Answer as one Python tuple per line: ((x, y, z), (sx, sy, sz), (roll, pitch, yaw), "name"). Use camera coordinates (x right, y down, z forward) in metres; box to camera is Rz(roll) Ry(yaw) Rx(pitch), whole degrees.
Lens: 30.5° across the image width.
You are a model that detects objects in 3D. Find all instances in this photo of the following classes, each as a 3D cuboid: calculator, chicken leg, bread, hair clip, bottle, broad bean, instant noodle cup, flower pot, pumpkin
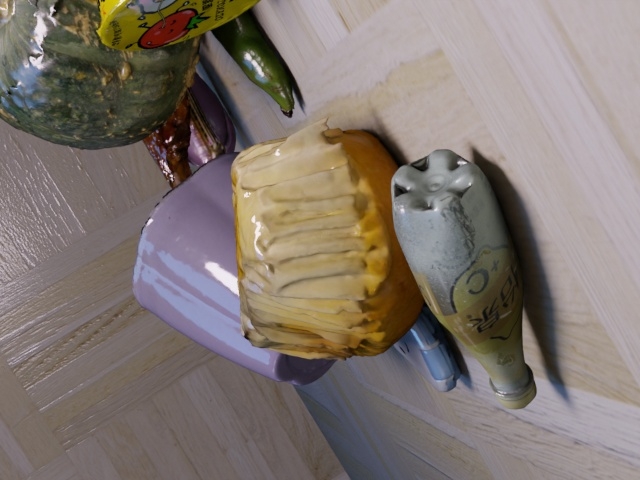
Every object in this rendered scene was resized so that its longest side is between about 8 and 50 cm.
((0.101, 0.098, 1.388), (0.210, 0.039, 0.121), (44, 161, 58), "calculator")
((-0.207, -0.120, 1.638), (0.113, 0.093, 0.304), (-32, 76, 63), "chicken leg")
((0.001, 0.013, 1.219), (0.388, 0.183, 0.236), (137, 127, -84), "bread")
((-0.227, -0.255, 1.730), (0.110, 0.096, 0.358), (-69, -38, -63), "hair clip")
((0.127, 0.046, 0.950), (0.083, 0.083, 0.269), (47, 166, 49), "bottle")
((-0.085, -0.221, 1.296), (0.195, 0.046, 0.061), (57, 168, -1), "broad bean")
((-0.142, -0.277, 1.065), (0.182, 0.182, 0.144), (122, 124, -80), "instant noodle cup")
((-0.076, 0.054, 1.525), (0.243, 0.265, 0.265), (39, 161, 34), "flower pot")
((-0.258, -0.265, 1.276), (0.291, 0.257, 0.327), (-45, 64, 43), "pumpkin")
